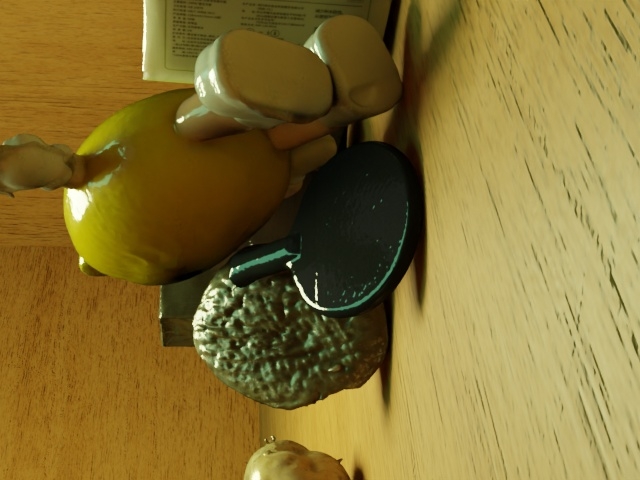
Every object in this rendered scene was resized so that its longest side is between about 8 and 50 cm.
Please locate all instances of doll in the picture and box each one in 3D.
[{"bbox_3d":[-0.124,-0.073,0.995,0.348,0.423,0.161,30,-136,-64],"label":"doll"}]

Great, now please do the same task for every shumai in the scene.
[{"bbox_3d":[-0.011,0.074,1.069,0.153,0.209,0.162,-21,-80,-62],"label":"shumai"}]

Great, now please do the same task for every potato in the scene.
[{"bbox_3d":[-0.012,0.313,1.135,0.235,0.128,0.161,-106,2,-57],"label":"potato"}]

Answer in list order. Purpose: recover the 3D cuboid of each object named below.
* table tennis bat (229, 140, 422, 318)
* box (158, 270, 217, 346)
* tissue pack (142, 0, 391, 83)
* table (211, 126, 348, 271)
[{"bbox_3d":[0.000,0.000,0.925,0.236,0.027,0.150,-21,61,46],"label":"table tennis bat"},{"bbox_3d":[-0.101,0.057,1.467,0.155,0.231,0.149,109,162,-68],"label":"box"},{"bbox_3d":[-0.051,-0.235,1.031,0.159,0.234,0.125,99,172,-49],"label":"tissue pack"},{"bbox_3d":[-0.055,-0.076,1.259,0.193,0.172,0.169,96,-173,-46],"label":"table"}]
